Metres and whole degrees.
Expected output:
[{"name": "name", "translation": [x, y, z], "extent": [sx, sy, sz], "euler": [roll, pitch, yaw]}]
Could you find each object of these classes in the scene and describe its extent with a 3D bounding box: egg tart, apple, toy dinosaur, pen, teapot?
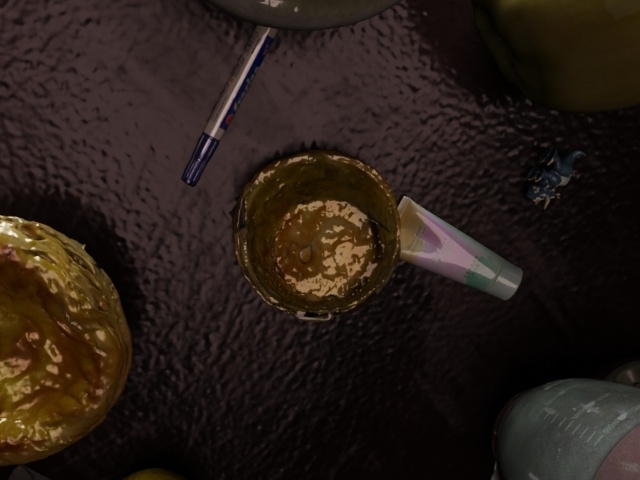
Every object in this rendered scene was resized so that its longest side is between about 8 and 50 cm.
[{"name": "egg tart", "translation": [-0.001, 0.000, 0.770], "extent": [0.213, 0.090, 0.212], "euler": [-1, 106, -4]}, {"name": "apple", "translation": [0.278, -0.256, 0.666], "extent": [0.263, 0.262, 0.262], "euler": [-2, 104, -8]}, {"name": "toy dinosaur", "translation": [0.286, -0.080, 0.822], "extent": [0.047, 0.030, 0.083], "euler": [31, 99, -15]}, {"name": "pen", "translation": [-0.102, -0.152, 0.750], "extent": [0.025, 0.025, 0.204], "euler": [27, 99, -14]}, {"name": "teapot", "translation": [0.359, 0.247, 0.778], "extent": [0.315, 0.312, 0.233], "euler": [-32, 106, -12]}, {"name": "egg tart", "translation": [-0.349, 0.106, 0.728], "extent": [0.295, 0.116, 0.294], "euler": [-5, 110, -15]}]

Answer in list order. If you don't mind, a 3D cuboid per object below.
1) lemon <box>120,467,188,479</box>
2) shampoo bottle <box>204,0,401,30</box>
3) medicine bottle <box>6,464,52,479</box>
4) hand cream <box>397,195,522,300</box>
[{"name": "lemon", "translation": [-0.200, 0.334, 0.815], "extent": [0.133, 0.109, 0.109], "euler": [9, 103, -5]}, {"name": "shampoo bottle", "translation": [-0.022, -0.346, 0.571], "extent": [0.323, 0.317, 0.322], "euler": [-6, 108, -17]}, {"name": "medicine bottle", "translation": [-0.311, 0.364, 0.759], "extent": [0.171, 0.201, 0.052], "euler": [36, 99, -14]}, {"name": "hand cream", "translation": [0.161, 0.018, 0.826], "extent": [0.174, 0.047, 0.076], "euler": [27, 102, -5]}]
